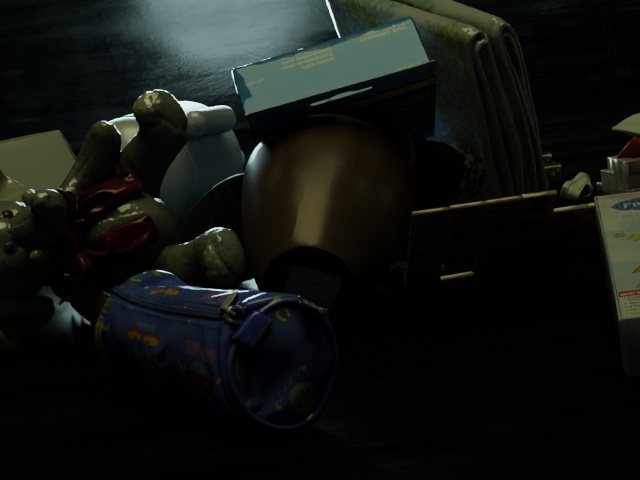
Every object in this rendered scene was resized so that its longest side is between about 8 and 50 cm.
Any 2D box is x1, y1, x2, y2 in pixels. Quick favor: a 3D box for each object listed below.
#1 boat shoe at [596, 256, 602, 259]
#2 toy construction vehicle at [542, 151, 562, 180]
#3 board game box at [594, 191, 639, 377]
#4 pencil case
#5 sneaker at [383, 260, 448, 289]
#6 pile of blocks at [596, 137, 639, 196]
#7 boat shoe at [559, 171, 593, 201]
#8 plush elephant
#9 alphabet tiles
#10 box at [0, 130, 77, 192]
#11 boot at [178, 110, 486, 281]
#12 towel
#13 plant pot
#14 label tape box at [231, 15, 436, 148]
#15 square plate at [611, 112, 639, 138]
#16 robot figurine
[{"bbox_3d":[0.394,-0.024,1.783,0.089,0.109,0.258,-23,17,-17],"label":"boat shoe"},{"bbox_3d":[0.347,-0.111,2.506,0.098,0.035,0.086,-8,21,15],"label":"toy construction vehicle"},{"bbox_3d":[0.437,0.022,1.494,0.318,0.066,0.318,-6,21,9],"label":"board game box"},{"bbox_3d":[-0.105,0.097,1.460,0.119,0.133,0.306,-45,25,-21],"label":"pencil case"},{"bbox_3d":[0.115,0.040,1.858,0.083,0.031,0.035,-19,25,-20],"label":"sneaker"},{"bbox_3d":[0.580,-0.136,2.237,0.362,0.113,0.149,-6,11,5],"label":"pile of blocks"},{"bbox_3d":[0.387,-0.076,2.288,0.035,0.035,0.100,27,20,20],"label":"boat shoe"},{"bbox_3d":[-0.299,-0.006,1.817,0.255,0.272,0.330,0,-27,-45],"label":"plush elephant"},{"bbox_3d":[0.213,0.002,1.715,0.237,0.009,0.198,-9,-29,-4],"label":"alphabet tiles"},{"bbox_3d":[-0.425,-0.026,2.070,0.148,0.127,0.232,-17,-19,-44],"label":"box"},{"bbox_3d":[0.021,-0.043,2.057,0.377,0.138,0.284,-32,-19,27],"label":"boot"},{"bbox_3d":[0.167,-0.207,2.199,0.090,0.321,0.374,-32,34,-22],"label":"towel"},{"bbox_3d":[0.000,0.000,1.777,0.215,0.215,0.230,-6,28,10],"label":"plant pot"},{"bbox_3d":[0.020,-0.190,1.963,0.240,0.106,0.334,-16,-12,0],"label":"label tape box"},{"bbox_3d":[0.589,-0.105,1.865,0.344,0.049,0.347,8,5,-44],"label":"square plate"},{"bbox_3d":[-0.258,-0.110,2.472,0.300,0.200,0.353,-46,-8,26],"label":"robot figurine"}]
